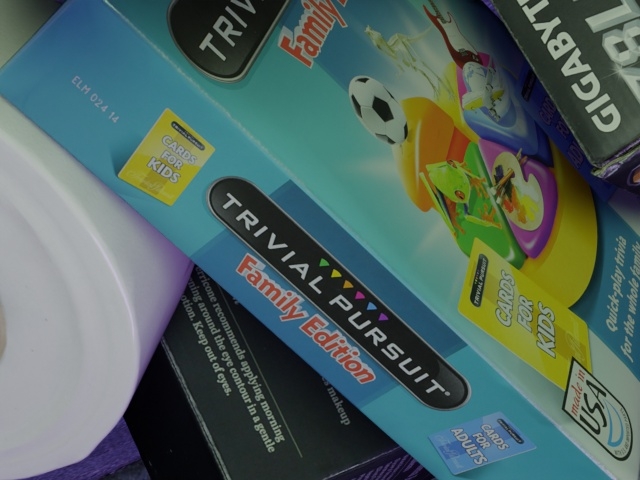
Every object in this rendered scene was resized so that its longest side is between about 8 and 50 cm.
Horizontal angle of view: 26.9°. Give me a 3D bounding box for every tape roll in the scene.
[{"bbox_3d":[-0.210,-0.007,0.683,0.286,0.286,0.100,-41,-162,39],"label":"tape roll"}]

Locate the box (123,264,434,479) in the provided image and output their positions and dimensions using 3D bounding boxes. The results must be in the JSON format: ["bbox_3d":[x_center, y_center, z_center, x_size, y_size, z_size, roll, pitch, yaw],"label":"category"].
[{"bbox_3d":[0.000,0.000,0.905,0.313,0.343,0.179,-19,160,-22],"label":"box"}]

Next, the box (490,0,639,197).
[{"bbox_3d":[0.142,-0.153,0.752,0.073,0.295,0.293,-36,162,20],"label":"box"}]

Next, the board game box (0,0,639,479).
[{"bbox_3d":[0.034,-0.047,0.679,0.079,0.336,0.253,-36,-160,35],"label":"board game box"}]
